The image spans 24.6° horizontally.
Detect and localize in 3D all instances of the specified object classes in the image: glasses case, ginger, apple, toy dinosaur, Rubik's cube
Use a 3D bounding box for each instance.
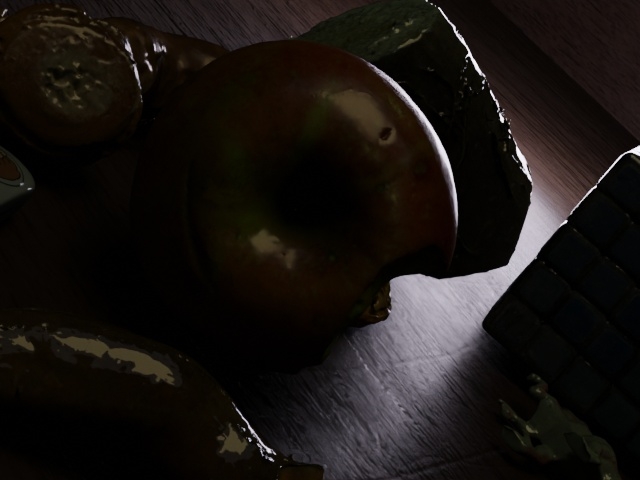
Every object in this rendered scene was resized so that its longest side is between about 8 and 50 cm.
[{"bbox_3d":[-0.253,-0.034,1.010,0.067,0.045,0.178,38,19,1],"label":"glasses case"},{"bbox_3d":[-0.132,-0.139,1.380,0.133,0.107,0.309,33,10,33],"label":"ginger"},{"bbox_3d":[-0.019,-0.026,1.109,0.246,0.246,0.226,36,3,-3],"label":"apple"},{"bbox_3d":[0.240,0.200,1.311,0.167,0.053,0.242,29,11,-42],"label":"toy dinosaur"},{"bbox_3d":[0.334,0.061,1.514,0.237,0.237,0.238,40,15,9],"label":"Rubik's cube"}]

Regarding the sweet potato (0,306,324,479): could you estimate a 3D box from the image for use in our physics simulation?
[{"bbox_3d":[-0.124,0.100,0.870,0.286,0.085,0.112,30,25,-18],"label":"sweet potato"}]

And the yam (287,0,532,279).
[{"bbox_3d":[0.090,-0.096,1.459,0.202,0.201,0.271,-92,158,-61],"label":"yam"}]

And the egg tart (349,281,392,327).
[{"bbox_3d":[0.000,0.000,1.337,0.191,0.074,0.191,35,19,-14],"label":"egg tart"}]

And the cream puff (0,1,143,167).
[{"bbox_3d":[-0.212,-0.123,1.184,0.144,0.126,0.103,20,-7,-19],"label":"cream puff"}]
